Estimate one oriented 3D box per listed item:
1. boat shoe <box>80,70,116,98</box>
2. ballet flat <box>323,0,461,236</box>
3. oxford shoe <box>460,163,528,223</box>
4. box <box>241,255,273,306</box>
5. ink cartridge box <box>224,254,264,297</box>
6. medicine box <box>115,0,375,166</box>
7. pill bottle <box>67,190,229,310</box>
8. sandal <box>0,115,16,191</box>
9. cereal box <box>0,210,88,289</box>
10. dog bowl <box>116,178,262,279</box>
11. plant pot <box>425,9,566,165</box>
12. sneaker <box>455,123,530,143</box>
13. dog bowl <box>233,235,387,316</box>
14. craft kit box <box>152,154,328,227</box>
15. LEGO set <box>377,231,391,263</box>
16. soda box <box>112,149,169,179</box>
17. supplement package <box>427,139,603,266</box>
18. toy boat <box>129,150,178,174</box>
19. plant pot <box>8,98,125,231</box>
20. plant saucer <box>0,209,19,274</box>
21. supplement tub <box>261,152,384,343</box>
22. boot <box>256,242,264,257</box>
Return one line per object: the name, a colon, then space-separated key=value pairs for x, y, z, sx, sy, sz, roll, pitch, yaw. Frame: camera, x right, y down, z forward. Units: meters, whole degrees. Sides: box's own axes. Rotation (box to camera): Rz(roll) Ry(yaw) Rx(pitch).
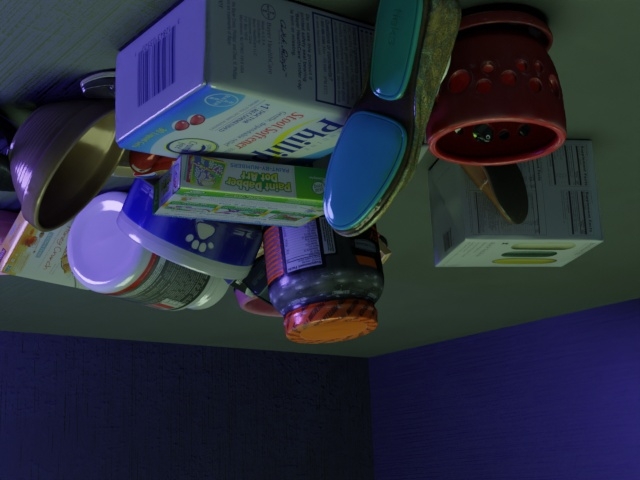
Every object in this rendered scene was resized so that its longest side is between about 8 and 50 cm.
boat shoe: x=-0.285 y=-0.224 z=1.566 sx=0.152 sy=0.049 sz=0.056 roll=-4 pitch=166 yaw=9
ballet flat: x=0.102 y=-0.168 z=1.353 sx=0.123 sy=0.349 sz=0.123 roll=14 pitch=-165 yaw=-4
oxford shoe: x=0.292 y=-0.120 z=1.835 sx=0.076 sy=0.212 sz=0.076 roll=-39 pitch=-167 yaw=-30
box: x=-0.053 y=0.040 z=2.325 sx=0.233 sy=0.059 sz=0.183 roll=-48 pitch=159 yaw=-1
ink cartridge box: x=-0.126 y=0.022 z=2.304 sx=0.206 sy=0.045 sz=0.208 roll=-46 pitch=158 yaw=2
medicine box: x=-0.097 y=-0.210 z=1.454 sx=0.289 sy=0.149 sz=0.263 roll=9 pitch=162 yaw=-35
pill bottle: x=-0.349 y=0.037 z=2.235 sx=0.210 sy=0.210 sz=0.363 roll=-9 pitch=163 yaw=24
sandal: x=-0.563 y=-0.149 z=1.754 sx=0.167 sy=0.107 sz=0.446 roll=-5 pitch=178 yaw=7
cereal box: x=-0.546 y=0.008 z=2.210 sx=0.047 sy=0.173 sz=0.240 roll=41 pitch=-165 yaw=36
dog bowl: x=-0.235 y=-0.032 z=1.945 sx=0.264 sy=0.104 sz=0.265 roll=24 pitch=-170 yaw=-4
plant pot: x=0.236 y=-0.211 z=1.449 sx=0.191 sy=0.174 sz=0.191 roll=-3 pitch=166 yaw=-1
sneaker: x=0.247 y=-0.188 z=1.691 sx=0.234 sy=0.097 sz=0.084 roll=0 pitch=165 yaw=-10
dog bowl: x=-0.034 y=0.088 z=2.603 sx=0.407 sy=0.151 sz=0.408 roll=-2 pitch=165 yaw=0
craft kit box: x=-0.117 y=-0.071 z=1.612 sx=0.249 sy=0.061 sz=0.246 roll=5 pitch=174 yaw=-18
LEGO set: x=0.034 y=-0.039 z=2.162 sx=0.286 sy=0.132 sz=0.107 roll=16 pitch=178 yaw=23
soda box: x=-0.282 y=-0.143 z=1.852 sx=0.181 sy=0.061 sz=0.058 roll=3 pitch=164 yaw=-21
supplement package: x=0.359 y=-0.066 z=1.973 sx=0.262 sy=0.198 sz=0.199 roll=0 pitch=164 yaw=-11
toy boat: x=-0.204 y=-0.124 z=1.760 sx=0.231 sy=0.151 sz=0.151 roll=3 pitch=164 yaw=-21
plant pot: x=-0.409 y=-0.140 z=1.654 sx=0.109 sy=0.237 sz=0.237 roll=36 pitch=167 yaw=7
plant saucer: x=-0.742 y=0.001 z=2.290 sx=0.332 sy=0.084 sz=0.332 roll=-3 pitch=166 yaw=-1
supplement tub: x=0.000 y=0.000 z=1.867 sx=0.207 sy=0.338 sz=0.207 roll=-6 pitch=161 yaw=-2
boot: x=-0.143 y=-0.068 z=2.113 sx=0.152 sy=0.197 sz=0.073 roll=-36 pitch=-162 yaw=10
